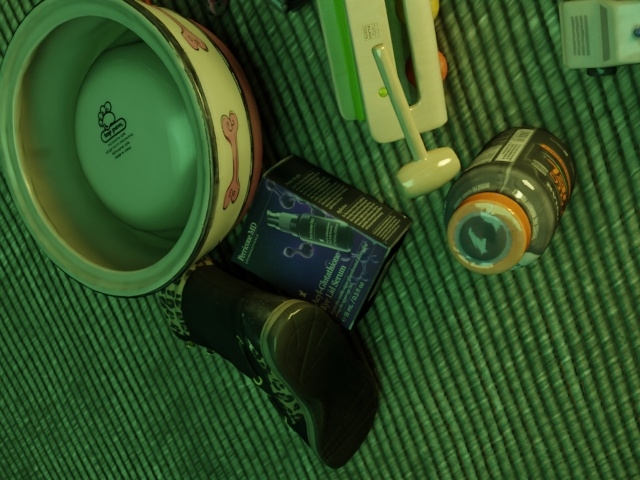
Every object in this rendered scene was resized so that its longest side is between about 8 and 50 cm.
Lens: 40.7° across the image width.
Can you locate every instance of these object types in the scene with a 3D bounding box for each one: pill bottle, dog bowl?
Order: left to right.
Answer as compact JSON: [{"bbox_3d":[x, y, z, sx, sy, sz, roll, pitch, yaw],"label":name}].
[{"bbox_3d":[-0.254,-0.135,1.178,0.408,0.150,0.408,11,110,33],"label":"dog bowl"},{"bbox_3d":[0.222,-0.044,1.022,0.130,0.246,0.130,9,115,21],"label":"pill bottle"}]

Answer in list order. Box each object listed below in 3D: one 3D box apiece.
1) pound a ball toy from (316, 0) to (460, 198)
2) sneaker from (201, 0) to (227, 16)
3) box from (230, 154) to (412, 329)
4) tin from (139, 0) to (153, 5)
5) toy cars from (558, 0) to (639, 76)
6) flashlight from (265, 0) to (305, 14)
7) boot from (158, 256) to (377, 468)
[{"bbox_3d":[0.097,-0.236,1.014,0.136,0.208,0.319,-19,117,-11],"label":"pound a ball toy"},{"bbox_3d":[-0.169,-0.363,1.187,0.057,0.047,0.119,-15,97,35],"label":"sneaker"},{"bbox_3d":[0.000,0.000,1.222,0.207,0.108,0.153,29,120,11],"label":"box"},{"bbox_3d":[-0.327,-0.320,1.278,0.190,0.040,0.106,-8,111,27],"label":"tin"},{"bbox_3d":[0.279,-0.300,0.982,0.394,0.087,0.176,37,121,6],"label":"toy cars"},{"bbox_3d":[-0.126,-0.422,1.110,0.304,0.103,0.103,40,153,6],"label":"flashlight"},{"bbox_3d":[-0.079,0.176,1.304,0.284,0.138,0.377,25,156,36],"label":"boot"}]
